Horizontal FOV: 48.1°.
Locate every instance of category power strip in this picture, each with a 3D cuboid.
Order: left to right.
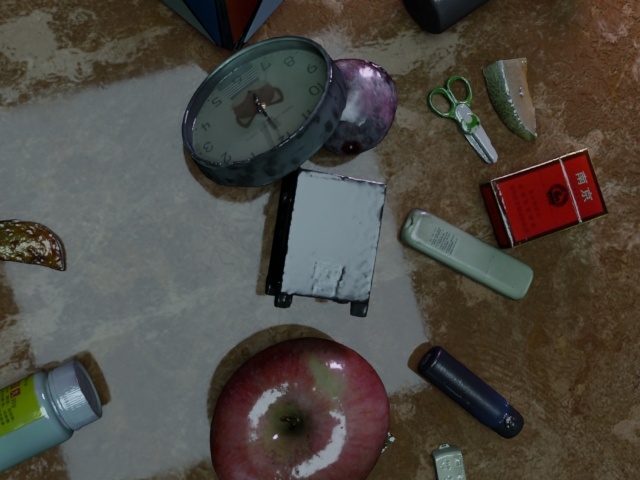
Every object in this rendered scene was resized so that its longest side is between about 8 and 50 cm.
[{"bbox_3d":[0.283,0.557,1.512,0.060,0.027,0.252,-10,91,-10],"label":"power strip"}]

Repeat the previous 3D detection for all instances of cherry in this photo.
[{"bbox_3d":[0.058,-0.259,1.412,0.195,0.195,0.195,0,89,-10],"label":"cherry"}]

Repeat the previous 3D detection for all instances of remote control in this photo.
[{"bbox_3d":[0.315,0.030,1.521,0.309,0.038,0.090,26,82,-9],"label":"remote control"}]

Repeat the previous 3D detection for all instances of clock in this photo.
[{"bbox_3d":[-0.109,-0.245,1.327,0.325,0.325,0.067,-47,138,-8],"label":"clock"}]

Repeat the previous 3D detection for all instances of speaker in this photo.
[{"bbox_3d":[0.000,0.000,1.370,0.184,0.232,0.254,9,92,-10],"label":"speaker"}]

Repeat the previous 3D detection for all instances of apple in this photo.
[{"bbox_3d":[-0.036,0.348,1.352,0.345,0.269,0.344,-2,74,5],"label":"apple"}]

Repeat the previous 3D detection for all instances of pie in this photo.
[{"bbox_3d":[-0.582,0.004,1.368,0.191,0.033,0.088,8,84,-10],"label":"pie"}]

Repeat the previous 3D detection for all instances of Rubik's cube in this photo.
[{"bbox_3d":[-0.184,-0.545,1.316,0.246,0.250,0.248,39,80,7],"label":"Rubik's cube"}]

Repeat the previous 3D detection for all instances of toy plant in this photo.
[{"bbox_3d":[0.347,-0.604,1.469,0.400,0.185,0.279,-38,52,-4],"label":"toy plant"}]

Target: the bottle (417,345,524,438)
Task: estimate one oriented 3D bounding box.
[{"bbox_3d":[0.317,0.320,1.495,0.244,0.082,0.072,39,81,-8],"label":"bottle"}]

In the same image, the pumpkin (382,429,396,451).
[{"bbox_3d":[0.103,0.405,1.471,0.083,0.054,0.074,-44,93,-2],"label":"pumpkin"}]

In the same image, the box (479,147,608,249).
[{"bbox_3d":[0.478,-0.089,1.534,0.240,0.074,0.153,-18,87,-12],"label":"box"}]

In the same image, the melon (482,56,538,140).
[{"bbox_3d":[0.419,-0.302,1.549,0.098,0.054,0.182,-11,91,-25],"label":"melon"}]

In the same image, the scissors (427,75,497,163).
[{"bbox_3d":[0.314,-0.250,1.531,0.101,0.027,0.204,-34,93,-8],"label":"scissors"}]

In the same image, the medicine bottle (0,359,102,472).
[{"bbox_3d":[-0.531,0.323,1.315,0.225,0.139,0.139,-25,93,-9],"label":"medicine bottle"}]
